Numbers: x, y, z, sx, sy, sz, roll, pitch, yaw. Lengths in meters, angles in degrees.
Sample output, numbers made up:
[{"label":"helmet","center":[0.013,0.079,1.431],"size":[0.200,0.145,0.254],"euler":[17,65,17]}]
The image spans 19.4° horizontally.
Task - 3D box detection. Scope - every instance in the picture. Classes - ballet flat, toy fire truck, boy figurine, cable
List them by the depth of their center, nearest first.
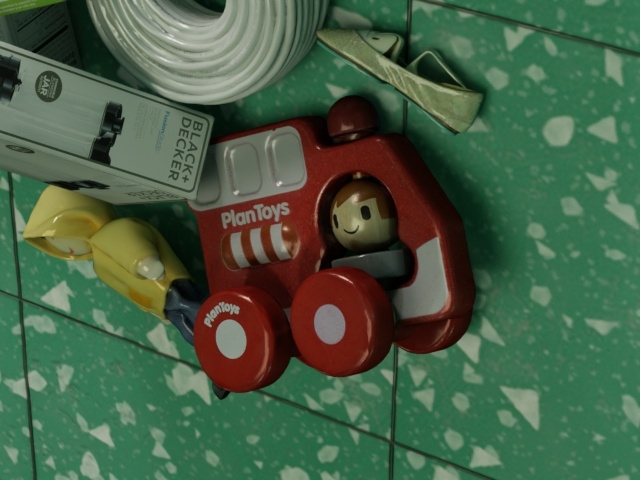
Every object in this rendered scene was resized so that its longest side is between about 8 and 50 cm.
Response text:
[{"label":"ballet flat","center":[0.075,-0.158,1.702],"size":[0.168,0.057,0.052],"euler":[35,103,10]},{"label":"cable","center":[-0.114,-0.254,1.747],"size":[0.257,0.089,0.257],"euler":[-16,105,41]},{"label":"toy fire truck","center":[0.000,0.000,1.781],"size":[0.302,0.169,0.254],"euler":[-12,89,39]},{"label":"boy figurine","center":[-0.185,0.039,1.944],"size":[0.285,0.092,0.177],"euler":[37,166,5]}]

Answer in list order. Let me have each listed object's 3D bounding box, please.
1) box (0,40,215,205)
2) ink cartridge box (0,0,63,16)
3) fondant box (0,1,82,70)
[{"label":"box","center":[-0.268,-0.114,1.796],"size":[0.169,0.290,0.087],"euler":[-2,74,54]},{"label":"ink cartridge box","center":[-0.345,-0.322,1.671],"size":[0.189,0.097,0.255],"euler":[-10,134,25]},{"label":"fondant box","center":[-0.392,-0.307,1.887],"size":[0.238,0.096,0.330],"euler":[13,130,30]}]
